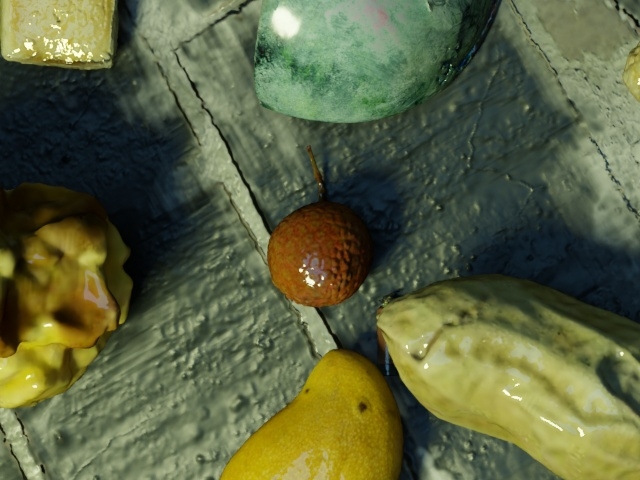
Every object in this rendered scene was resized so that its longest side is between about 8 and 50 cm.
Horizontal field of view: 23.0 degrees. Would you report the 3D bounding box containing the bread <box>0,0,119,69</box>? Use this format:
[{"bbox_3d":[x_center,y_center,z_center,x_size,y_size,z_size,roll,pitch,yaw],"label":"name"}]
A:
[{"bbox_3d":[-0.264,-0.227,1.593,0.125,0.082,0.106,2,99,2],"label":"bread"}]

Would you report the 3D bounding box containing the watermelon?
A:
[{"bbox_3d":[0.067,-0.257,1.474,0.188,0.175,0.322,18,93,13],"label":"watermelon"}]

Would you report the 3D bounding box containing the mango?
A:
[{"bbox_3d":[-0.012,0.233,1.504,0.157,0.109,0.262,28,95,8],"label":"mango"}]

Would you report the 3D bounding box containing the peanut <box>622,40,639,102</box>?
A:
[{"bbox_3d":[0.380,-0.183,1.451,0.207,0.087,0.087,-22,84,10],"label":"peanut"}]

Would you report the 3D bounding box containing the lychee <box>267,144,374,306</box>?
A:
[{"bbox_3d":[0.003,0.004,1.522,0.101,0.140,0.114,19,130,8],"label":"lychee"}]

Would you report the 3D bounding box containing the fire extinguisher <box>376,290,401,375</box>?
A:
[{"bbox_3d":[0.068,0.091,1.540,0.028,0.022,0.083,1,87,-26],"label":"fire extinguisher"}]

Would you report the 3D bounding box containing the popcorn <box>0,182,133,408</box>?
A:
[{"bbox_3d":[-0.345,0.041,1.513,0.332,0.265,0.225,16,96,30],"label":"popcorn"}]

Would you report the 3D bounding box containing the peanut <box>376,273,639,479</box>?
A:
[{"bbox_3d":[0.216,0.131,1.438,0.340,0.158,0.174,26,55,15],"label":"peanut"}]
